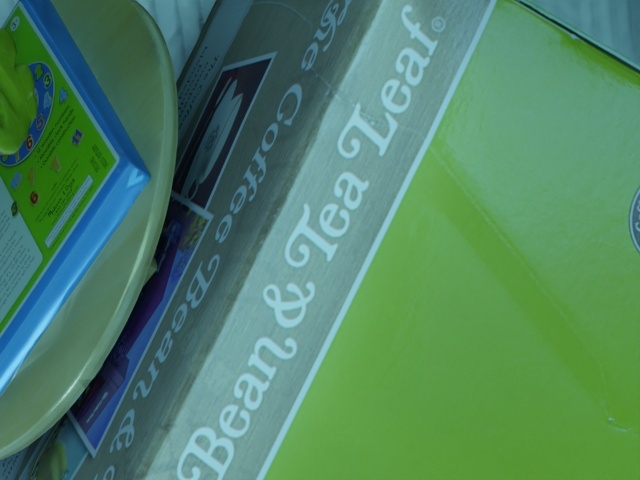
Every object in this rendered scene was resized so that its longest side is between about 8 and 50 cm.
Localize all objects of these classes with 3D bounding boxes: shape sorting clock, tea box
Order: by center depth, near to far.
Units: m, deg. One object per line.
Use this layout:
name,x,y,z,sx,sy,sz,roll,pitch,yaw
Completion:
shape sorting clock,-0.124,-0.009,0.610,0.040,0.206,0.206,19,93,-43
tea box,0.056,0.089,0.632,0.323,0.220,0.329,27,90,-21

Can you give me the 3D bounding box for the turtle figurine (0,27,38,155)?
turtle figurine,-0.235,-0.061,0.576,0.217,0.087,0.269,-19,101,22
